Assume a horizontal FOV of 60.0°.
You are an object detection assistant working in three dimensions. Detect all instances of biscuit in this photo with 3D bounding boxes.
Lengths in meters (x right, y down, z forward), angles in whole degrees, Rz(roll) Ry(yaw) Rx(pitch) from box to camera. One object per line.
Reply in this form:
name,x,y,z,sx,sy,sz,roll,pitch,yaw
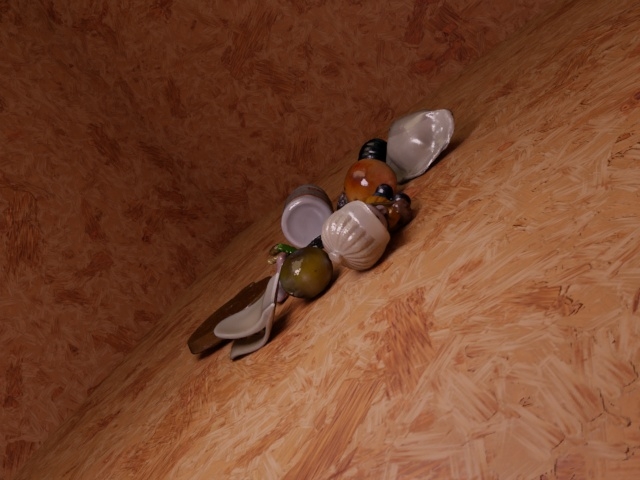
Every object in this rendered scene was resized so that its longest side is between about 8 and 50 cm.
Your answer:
biscuit,-0.304,0.267,2.004,0.394,0.070,0.350,-32,12,31

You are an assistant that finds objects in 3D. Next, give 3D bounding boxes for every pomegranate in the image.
pomegranate,0.177,-0.194,1.946,0.191,0.191,0.191,-38,12,9

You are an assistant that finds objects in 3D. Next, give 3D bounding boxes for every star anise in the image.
star anise,0.137,-0.204,2.382,0.195,0.065,0.182,-22,22,45

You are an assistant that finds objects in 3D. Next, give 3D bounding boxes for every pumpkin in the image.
pumpkin,0.222,-0.317,2.250,0.194,0.194,0.150,-45,33,-24

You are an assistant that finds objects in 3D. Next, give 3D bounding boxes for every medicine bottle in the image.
medicine bottle,-0.048,-0.106,2.248,0.211,0.211,0.371,-38,12,9

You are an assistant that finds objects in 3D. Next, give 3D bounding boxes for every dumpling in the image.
dumpling,0.347,-0.337,2.014,0.341,0.181,0.260,2,77,37

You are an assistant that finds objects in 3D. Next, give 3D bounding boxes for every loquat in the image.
loquat,-0.037,0.090,1.630,0.152,0.152,0.195,-29,22,44

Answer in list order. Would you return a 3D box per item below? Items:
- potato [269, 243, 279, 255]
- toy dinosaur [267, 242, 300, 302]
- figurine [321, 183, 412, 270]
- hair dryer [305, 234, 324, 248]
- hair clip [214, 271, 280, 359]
potato,-0.211,0.044,2.617,0.083,0.040,0.051,-31,9,33
toy dinosaur,-0.103,0.118,1.878,0.194,0.152,0.177,-116,47,-72
figurine,0.134,-0.034,1.561,0.332,0.185,0.205,-25,-41,-61
hair dryer,0.000,0.000,1.947,0.219,0.075,0.195,-30,-8,-45
hair clip,-0.198,0.245,1.635,0.282,0.113,0.173,-36,23,19
